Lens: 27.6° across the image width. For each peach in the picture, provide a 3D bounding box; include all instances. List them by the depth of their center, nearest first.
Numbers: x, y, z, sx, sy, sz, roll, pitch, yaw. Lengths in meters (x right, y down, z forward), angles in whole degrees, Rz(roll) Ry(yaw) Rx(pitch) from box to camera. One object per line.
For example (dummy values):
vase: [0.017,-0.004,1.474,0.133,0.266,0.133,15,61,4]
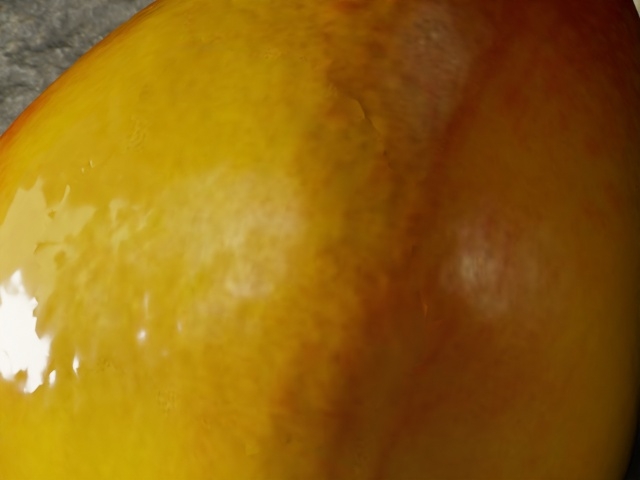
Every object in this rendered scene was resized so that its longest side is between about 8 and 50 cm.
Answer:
peach: [-0.002,0.010,0.540,0.289,0.289,0.308,133,147,-80]
